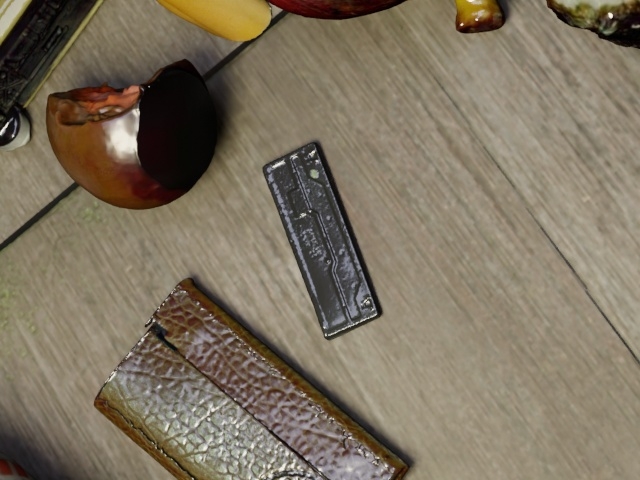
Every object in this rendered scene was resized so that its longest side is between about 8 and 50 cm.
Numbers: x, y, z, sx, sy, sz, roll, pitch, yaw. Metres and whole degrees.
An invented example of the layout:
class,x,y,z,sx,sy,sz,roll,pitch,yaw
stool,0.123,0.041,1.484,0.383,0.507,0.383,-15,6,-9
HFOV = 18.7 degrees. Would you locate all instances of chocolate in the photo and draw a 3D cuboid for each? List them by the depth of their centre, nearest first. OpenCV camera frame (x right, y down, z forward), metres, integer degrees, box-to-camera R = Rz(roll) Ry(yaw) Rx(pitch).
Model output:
class,x,y,z,sx,sy,sz,roll,pitch,yaw
chocolate,-0.156,-0.091,1.552,0.133,0.124,0.127,16,89,54

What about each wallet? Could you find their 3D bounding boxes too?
class,x,y,z,sx,sy,sz,roll,pitch,yaw
wallet,-0.059,0.151,1.513,0.243,0.039,0.133,39,96,21

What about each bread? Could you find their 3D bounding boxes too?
class,x,y,z,sx,sy,sz,roll,pitch,yaw
bread,-0.096,-0.200,1.587,0.062,0.103,0.049,3,65,64

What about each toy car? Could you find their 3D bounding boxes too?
class,x,y,z,sx,sy,sz,roll,pitch,yaw
toy car,-0.258,-0.196,1.614,0.124,0.101,0.257,38,93,26

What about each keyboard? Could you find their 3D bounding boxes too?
class,x,y,z,sx,sy,sz,roll,pitch,yaw
keyboard,0.000,0.000,1.532,0.053,0.010,0.155,-24,73,16

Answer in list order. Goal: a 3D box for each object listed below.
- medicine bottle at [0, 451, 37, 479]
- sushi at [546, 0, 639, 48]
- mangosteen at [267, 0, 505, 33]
class,x,y,z,sx,sy,sz,roll,pitch,yaw
medicine bottle,-0.310,0.263,1.475,0.306,0.245,0.245,35,94,30
sushi,0.240,-0.299,1.411,0.196,0.182,0.343,-6,78,24
mangosteen,0.051,-0.256,1.468,0.261,0.235,0.235,39,97,-21
